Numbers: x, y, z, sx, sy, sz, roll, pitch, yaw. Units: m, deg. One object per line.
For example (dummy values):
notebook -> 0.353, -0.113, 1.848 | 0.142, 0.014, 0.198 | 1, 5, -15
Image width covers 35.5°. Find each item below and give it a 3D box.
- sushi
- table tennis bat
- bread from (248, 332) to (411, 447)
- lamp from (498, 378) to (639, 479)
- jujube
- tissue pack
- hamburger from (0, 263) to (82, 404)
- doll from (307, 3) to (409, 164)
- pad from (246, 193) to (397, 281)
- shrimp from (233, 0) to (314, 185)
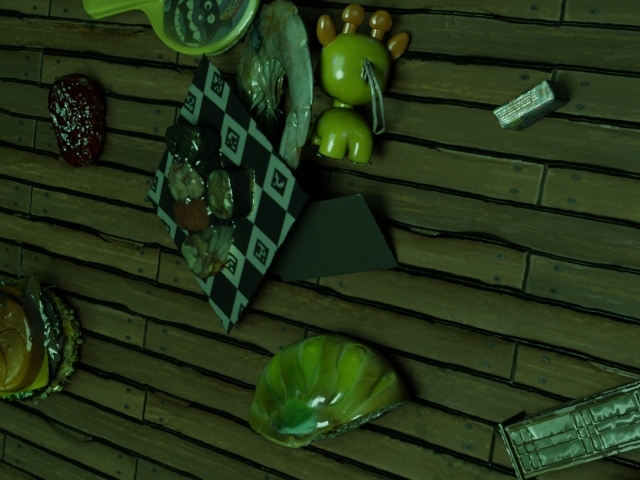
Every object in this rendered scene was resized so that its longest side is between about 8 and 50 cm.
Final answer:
sushi -> -0.188, -0.066, 1.558 | 0.320, 0.069, 0.339 | 56, 137, 25
table tennis bat -> -0.252, -0.418, 1.676 | 0.369, 0.054, 0.224 | 3, 93, 29
bread -> -0.009, 0.219, 1.489 | 0.261, 0.158, 0.156 | -31, 73, 28
lamp -> 0.393, 0.221, 1.268 | 0.325, 0.090, 0.089 | -25, 80, 32
jujube -> -0.428, -0.213, 1.777 | 0.104, 0.104, 0.165 | -5, 102, 33
tissue pack -> 0.282, -0.179, 1.335 | 0.083, 0.063, 0.035 | -30, 74, 31
hamburger -> -0.547, 0.173, 1.839 | 0.243, 0.139, 0.261 | -11, 87, 31
doll -> 0.044, -0.229, 1.449 | 0.135, 0.143, 0.220 | -133, 56, -66
pad -> 0.000, 0.000, 1.511 | 0.211, 0.003, 0.143 | -8, 126, 32
shrimp -> -0.071, -0.180, 1.509 | 0.247, 0.085, 0.360 | 37, 122, 58
